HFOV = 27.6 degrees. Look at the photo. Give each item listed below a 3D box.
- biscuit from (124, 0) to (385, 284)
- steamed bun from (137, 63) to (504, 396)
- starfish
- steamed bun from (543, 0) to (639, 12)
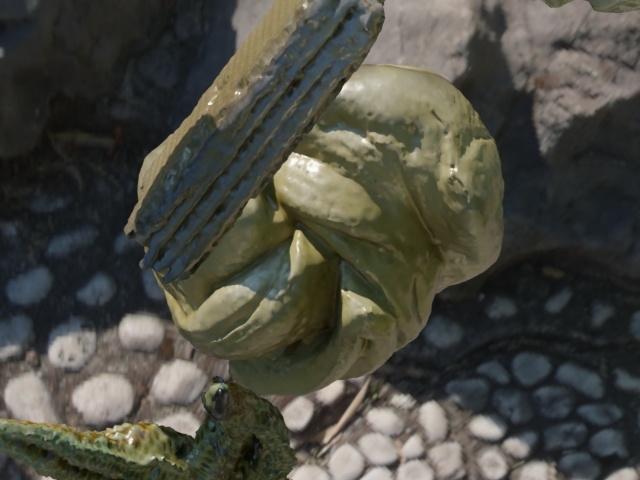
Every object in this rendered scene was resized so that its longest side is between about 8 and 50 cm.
[{"bbox_3d":[-0.045,-0.085,0.871,0.062,0.239,0.108,34,21,-14],"label":"biscuit"},{"bbox_3d":[-0.002,0.003,1.218,0.372,0.325,0.230,-14,55,12],"label":"steamed bun"},{"bbox_3d":[-0.081,0.173,0.835,0.347,0.357,0.078,40,49,-36],"label":"starfish"},{"bbox_3d":[0.046,-0.213,0.338,0.272,0.273,0.290,8,106,-2],"label":"steamed bun"}]
